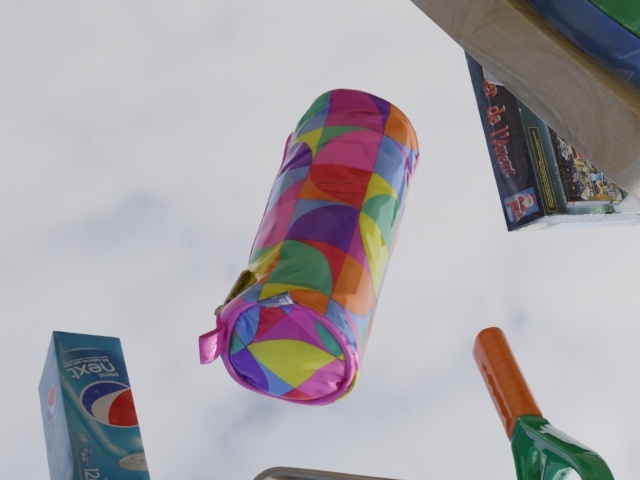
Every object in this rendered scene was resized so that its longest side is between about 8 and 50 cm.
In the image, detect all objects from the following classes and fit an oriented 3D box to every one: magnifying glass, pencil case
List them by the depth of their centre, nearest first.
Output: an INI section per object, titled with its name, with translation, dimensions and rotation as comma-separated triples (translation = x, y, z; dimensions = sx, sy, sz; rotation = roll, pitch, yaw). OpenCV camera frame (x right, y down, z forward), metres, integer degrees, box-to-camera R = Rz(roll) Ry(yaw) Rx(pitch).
[magnifying glass]
translation = 0.132, 0.129, 0.877
dimensions = 0.026, 0.092, 0.231
rotation = 2, -149, -15
[pencil case]
translation = 0.000, 0.000, 0.982
dimensions = 0.104, 0.104, 0.236
rotation = 3, -139, 17

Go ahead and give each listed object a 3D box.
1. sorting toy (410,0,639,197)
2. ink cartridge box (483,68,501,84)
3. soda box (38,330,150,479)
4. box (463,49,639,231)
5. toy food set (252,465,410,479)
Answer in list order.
[sorting toy]
translation = 0.127, -0.122, 0.630
dimensions = 0.257, 0.089, 0.255
rotation = 5, -144, -53
[ink cartridge box]
translation = 0.223, -0.179, 0.970
dimensions = 0.134, 0.078, 0.231
rotation = 18, -136, 43
[soda box]
translation = -0.201, 0.171, 1.294
dimensions = 0.067, 0.071, 0.210
rotation = 7, -149, -22
[box]
translation = 0.195, -0.125, 1.211
dimensions = 0.159, 0.233, 0.044
rotation = -3, 165, -39
[toy food set]
translation = 0.102, 0.276, 1.346
dimensions = 0.306, 0.092, 0.220
rotation = 0, 165, 39
